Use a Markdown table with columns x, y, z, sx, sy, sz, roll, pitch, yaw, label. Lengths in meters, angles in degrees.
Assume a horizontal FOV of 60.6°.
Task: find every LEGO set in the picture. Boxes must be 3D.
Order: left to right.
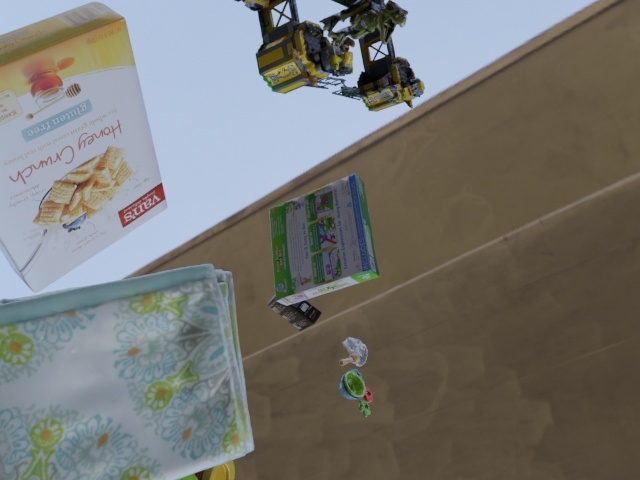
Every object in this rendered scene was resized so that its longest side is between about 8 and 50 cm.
| x | y | z | sx | sy | sz | roll | pitch | yaw | label |
| --- | --- | --- | --- | --- | --- | --- | --- | --- | --- |
| 0.071 | -0.294 | 0.665 | 0.192 | 0.331 | 0.254 | -11 | -99 | 36 | LEGO set |

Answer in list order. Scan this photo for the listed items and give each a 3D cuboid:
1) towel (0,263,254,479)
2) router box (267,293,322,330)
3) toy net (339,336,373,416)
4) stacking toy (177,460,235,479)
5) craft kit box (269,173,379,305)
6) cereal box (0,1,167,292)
| x | y | z | sx | sy | sz | roll | pitch | yaw | label |
| --- | --- | --- | --- | --- | --- | --- | --- | --- | --- |
| -0.295 | 0.216 | 0.816 | 0.090 | 0.375 | 0.320 | 178 | -97 | -67 | towel |
| -0.078 | 0.196 | 1.578 | 0.133 | 0.179 | 0.046 | 38 | -111 | -2 | router box |
| 0.102 | 0.331 | 1.401 | 0.122 | 0.232 | 0.045 | 39 | -61 | -15 | toy net |
| -0.340 | 0.523 | 1.315 | 0.131 | 0.279 | 0.308 | -1 | -82 | 23 | stacking toy |
| 0.000 | 0.000 | 1.270 | 0.247 | 0.061 | 0.249 | -18 | -119 | 23 | craft kit box |
| -0.242 | -0.077 | 0.517 | 0.047 | 0.240 | 0.173 | 36 | -123 | 24 | cereal box |
